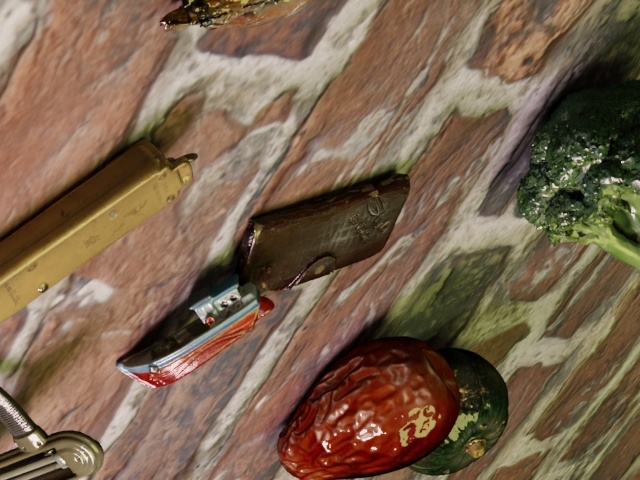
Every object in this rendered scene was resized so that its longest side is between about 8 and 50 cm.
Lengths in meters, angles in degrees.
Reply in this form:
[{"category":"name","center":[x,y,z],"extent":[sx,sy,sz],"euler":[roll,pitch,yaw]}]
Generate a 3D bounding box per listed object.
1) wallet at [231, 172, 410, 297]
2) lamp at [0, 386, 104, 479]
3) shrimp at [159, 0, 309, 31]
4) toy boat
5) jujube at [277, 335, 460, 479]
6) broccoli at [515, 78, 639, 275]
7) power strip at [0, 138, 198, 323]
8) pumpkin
[{"category":"wallet","center":[0.000,0.000,1.823],"extent":[0.232,0.031,0.122],"euler":[-20,143,-40]},{"category":"lamp","center":[-0.369,0.203,1.550],"extent":[0.203,0.125,0.283],"euler":[-33,162,25]},{"category":"shrimp","center":[-0.058,-0.209,1.442],"extent":[0.190,0.042,0.101],"euler":[-25,155,-35]},{"category":"toy boat","center":[-0.133,0.094,1.737],"extent":[0.173,0.059,0.069],"euler":[-34,-166,6]},{"category":"jujube","center":[0.057,0.218,2.084],"extent":[0.236,0.168,0.168],"euler":[-32,156,15]},{"category":"broccoli","center":[0.376,-0.065,1.998],"extent":[0.270,0.270,0.270],"euler":[-33,180,0]},{"category":"power strip","center":[-0.237,0.003,1.494],"extent":[0.305,0.044,0.064],"euler":[-36,152,-12]},{"category":"pumpkin","center":[0.169,0.232,2.256],"extent":[0.190,0.146,0.190],"euler":[-14,126,-20]}]
